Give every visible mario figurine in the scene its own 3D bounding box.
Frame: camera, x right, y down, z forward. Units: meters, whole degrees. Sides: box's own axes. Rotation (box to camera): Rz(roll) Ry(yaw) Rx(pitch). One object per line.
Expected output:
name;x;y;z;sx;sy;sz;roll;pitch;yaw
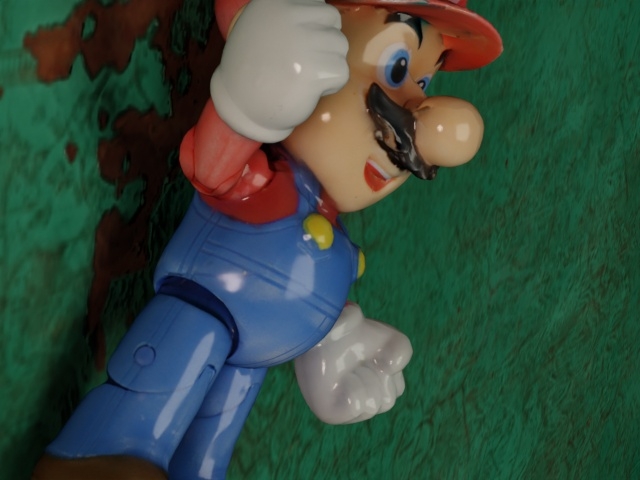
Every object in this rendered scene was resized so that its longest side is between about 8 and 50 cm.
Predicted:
mario figurine;0.000;0.000;0.729;0.321;0.170;0.198;-67;-169;-4
